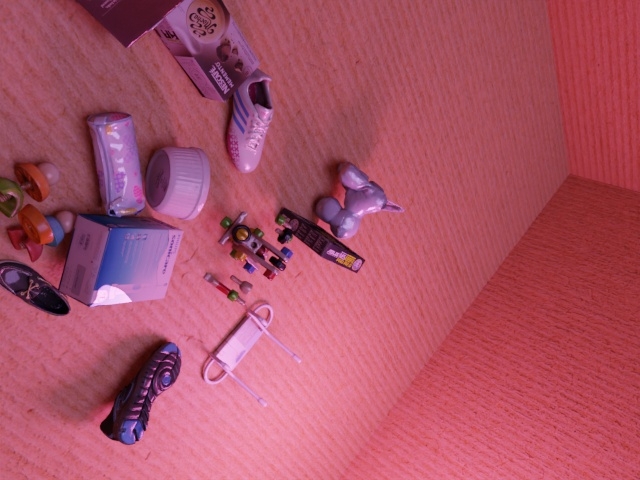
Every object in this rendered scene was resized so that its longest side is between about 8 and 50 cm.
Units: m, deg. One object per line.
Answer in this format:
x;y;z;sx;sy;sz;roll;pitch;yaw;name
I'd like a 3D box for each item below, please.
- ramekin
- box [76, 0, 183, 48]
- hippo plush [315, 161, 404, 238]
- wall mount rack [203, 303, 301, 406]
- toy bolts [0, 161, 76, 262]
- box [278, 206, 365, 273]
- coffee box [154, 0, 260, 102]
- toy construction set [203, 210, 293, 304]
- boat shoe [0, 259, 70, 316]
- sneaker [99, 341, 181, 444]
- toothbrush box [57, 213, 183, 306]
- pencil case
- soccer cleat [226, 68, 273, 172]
-0.403;-0.164;1.786;0.109;0.207;0.207;8;103;-39;ramekin
-0.506;-0.642;1.442;0.191;0.143;0.381;-36;137;10;box
0.121;-0.118;2.351;0.236;0.294;0.234;-49;172;10;hippo plush
-0.234;0.413;2.289;0.350;0.130;0.304;-50;137;-16;wall mount rack
-0.665;-0.062;1.575;0.158;0.218;0.228;-38;150;-36;toy bolts
0.000;0.000;2.227;0.216;0.270;0.060;27;98;-49;box
-0.316;-0.545;1.751;0.168;0.119;0.297;-51;137;-17;coffee box
-0.261;0.035;2.058;0.237;0.257;0.309;38;103;-22;toy construction set
-0.740;0.125;1.666;0.081;0.069;0.228;-56;138;-11;boat shoe
-0.557;0.455;1.989;0.125;0.140;0.341;56;47;-34;sneaker
-0.532;0.050;1.750;0.295;0.126;0.216;-1;110;-63;toothbrush box
-0.536;-0.200;1.689;0.124;0.113;0.273;-42;138;-56;pencil case
-0.206;-0.351;1.941;0.116;0.143;0.331;-19;122;-40;soccer cleat
